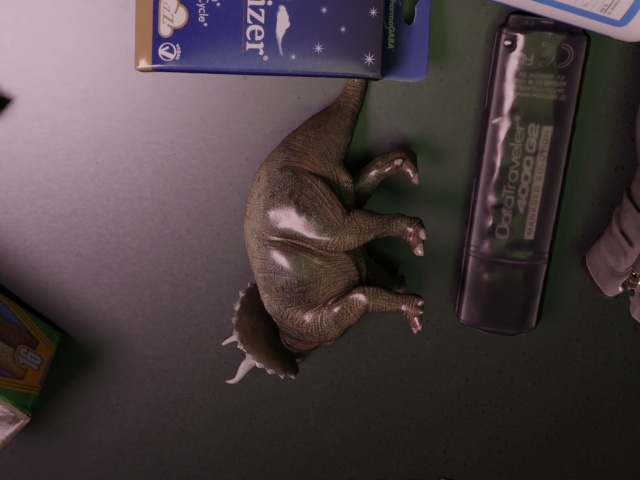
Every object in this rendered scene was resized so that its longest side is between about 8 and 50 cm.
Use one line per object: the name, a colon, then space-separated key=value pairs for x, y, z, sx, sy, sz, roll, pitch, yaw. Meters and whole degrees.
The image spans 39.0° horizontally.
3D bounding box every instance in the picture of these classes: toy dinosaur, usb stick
toy dinosaur: x=0.000 y=0.000 z=0.738 sx=0.160 sy=0.121 sz=0.314 roll=0 pitch=115 yaw=-6
usb stick: x=0.165 y=-0.047 z=0.756 sx=0.077 sy=0.045 sz=0.278 roll=7 pitch=112 yaw=6

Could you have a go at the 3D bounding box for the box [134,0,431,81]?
box: x=-0.026 y=-0.193 z=0.687 sx=0.225 sy=0.036 sz=0.136 roll=2 pitch=95 yaw=-1

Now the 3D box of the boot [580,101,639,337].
boot: x=0.319 y=-0.001 z=0.626 sx=0.118 sy=0.338 sz=0.223 roll=5 pitch=110 yaw=-14

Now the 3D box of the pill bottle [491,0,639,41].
pill bottle: x=0.198 y=-0.214 z=0.646 sx=0.221 sy=0.124 sz=0.124 roll=15 pitch=111 yaw=-6

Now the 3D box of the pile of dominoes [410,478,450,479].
pile of dominoes: x=0.025 y=0.334 z=0.912 sx=0.251 sy=0.040 sz=0.196 roll=-1 pitch=112 yaw=1

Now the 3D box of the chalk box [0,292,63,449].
chalk box: x=-0.354 y=0.096 z=0.765 sx=0.213 sy=0.132 sz=0.132 roll=39 pitch=109 yaw=-18
